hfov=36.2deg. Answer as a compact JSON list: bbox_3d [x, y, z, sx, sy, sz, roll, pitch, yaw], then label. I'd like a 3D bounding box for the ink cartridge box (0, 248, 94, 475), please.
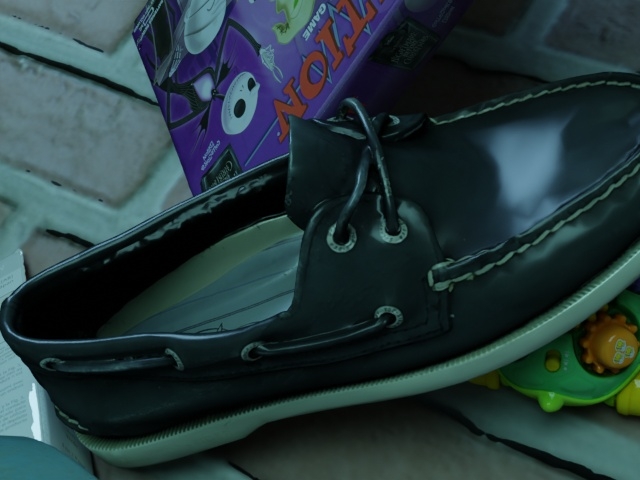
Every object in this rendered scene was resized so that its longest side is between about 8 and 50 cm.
[{"bbox_3d":[-0.219,0.120,0.527,0.181,0.056,0.224,-28,35,-2],"label":"ink cartridge box"}]

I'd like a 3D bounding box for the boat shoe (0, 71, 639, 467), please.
[{"bbox_3d":[-0.001,-0.003,0.441,0.340,0.113,0.127,-21,41,22],"label":"boat shoe"}]

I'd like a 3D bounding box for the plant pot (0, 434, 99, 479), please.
[{"bbox_3d":[-0.144,0.201,0.302,0.293,0.293,0.235,33,49,32],"label":"plant pot"}]

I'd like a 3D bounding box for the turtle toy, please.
[{"bbox_3d":[0.120,0.020,0.466,0.095,0.066,0.130,8,60,21],"label":"turtle toy"}]

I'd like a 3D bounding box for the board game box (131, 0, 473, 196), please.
[{"bbox_3d":[0.014,-0.177,0.512,0.347,0.056,0.208,-52,50,31],"label":"board game box"}]
